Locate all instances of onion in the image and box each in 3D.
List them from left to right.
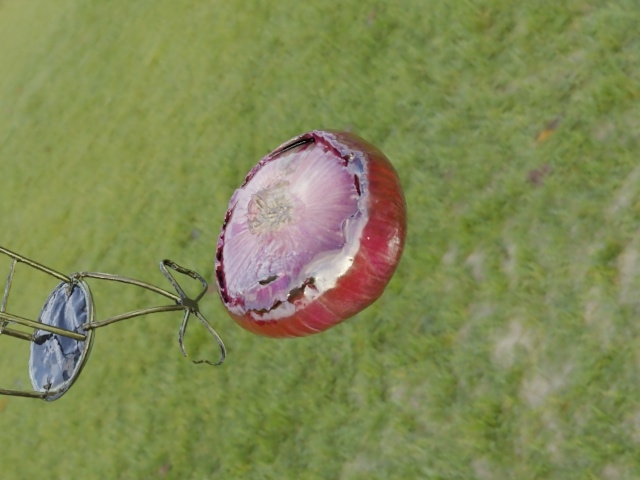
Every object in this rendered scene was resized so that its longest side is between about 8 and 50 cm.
[{"bbox_3d":[-0.007,-0.001,1.206,0.248,0.161,0.248,-41,24,23],"label":"onion"}]

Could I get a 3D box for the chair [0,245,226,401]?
[{"bbox_3d":[-0.291,0.103,1.262,0.170,0.326,0.160,-54,38,25],"label":"chair"}]
